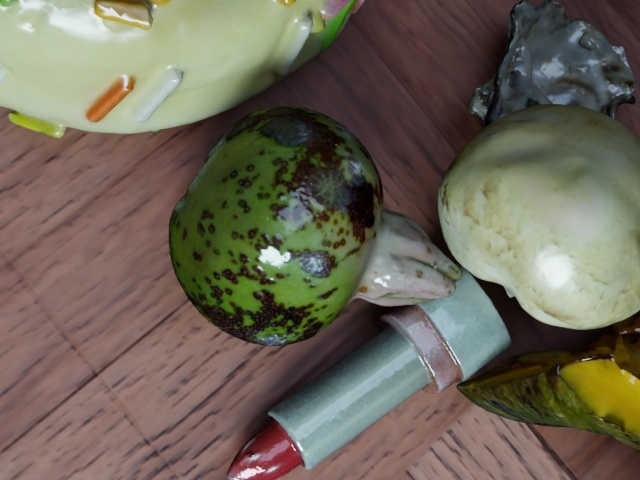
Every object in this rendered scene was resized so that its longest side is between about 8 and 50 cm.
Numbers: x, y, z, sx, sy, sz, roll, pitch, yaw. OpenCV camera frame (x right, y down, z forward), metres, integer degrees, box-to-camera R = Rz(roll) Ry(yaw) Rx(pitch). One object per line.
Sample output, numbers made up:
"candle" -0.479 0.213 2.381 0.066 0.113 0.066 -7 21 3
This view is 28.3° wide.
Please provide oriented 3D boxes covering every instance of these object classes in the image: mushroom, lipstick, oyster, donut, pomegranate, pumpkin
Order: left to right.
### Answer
"donut" -0.137 -0.227 0.724 0.371 0.150 0.307 35 71 -8
"pomegranate" -0.007 -0.006 0.730 0.163 0.125 0.138 5 119 -36
"lipstick" 0.021 0.089 0.757 0.186 0.057 0.063 -33 92 -15
"oyster" 0.141 -0.085 0.830 0.108 0.053 0.166 42 62 -24
"mushroom" 0.140 -0.015 0.737 0.148 0.112 0.148 6 38 -5
"pumpkin" 0.250 0.056 0.786 0.280 0.139 0.190 21 77 -15
